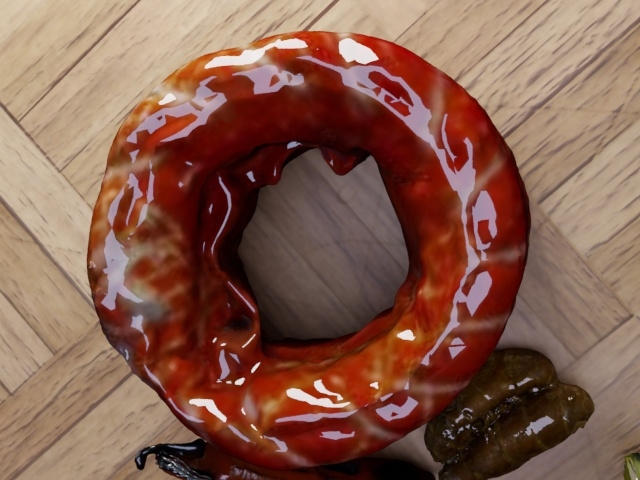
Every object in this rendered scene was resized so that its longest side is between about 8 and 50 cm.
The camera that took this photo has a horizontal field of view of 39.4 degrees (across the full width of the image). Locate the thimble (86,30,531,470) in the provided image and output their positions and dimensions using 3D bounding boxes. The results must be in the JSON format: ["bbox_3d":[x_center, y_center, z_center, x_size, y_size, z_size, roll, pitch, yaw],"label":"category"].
[{"bbox_3d":[0.000,0.000,0.746,0.350,0.230,0.350,1,94,10],"label":"thimble"}]

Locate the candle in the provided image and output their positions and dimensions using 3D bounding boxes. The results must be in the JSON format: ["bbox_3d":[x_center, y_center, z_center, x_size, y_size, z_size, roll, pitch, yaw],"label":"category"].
[{"bbox_3d":[-0.019,0.209,0.775,0.302,0.084,0.059,20,125,-28],"label":"candle"}]

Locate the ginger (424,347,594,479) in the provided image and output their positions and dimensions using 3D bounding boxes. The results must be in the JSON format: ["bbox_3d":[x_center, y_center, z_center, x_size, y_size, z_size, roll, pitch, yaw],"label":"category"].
[{"bbox_3d":[0.157,0.162,0.812,0.162,0.073,0.103,-38,87,12],"label":"ginger"}]

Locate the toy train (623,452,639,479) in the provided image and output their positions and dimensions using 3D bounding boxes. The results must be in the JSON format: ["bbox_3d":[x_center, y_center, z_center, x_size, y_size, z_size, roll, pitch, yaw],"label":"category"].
[{"bbox_3d":[0.331,0.268,0.710,0.134,0.261,0.177,-13,111,11],"label":"toy train"}]
